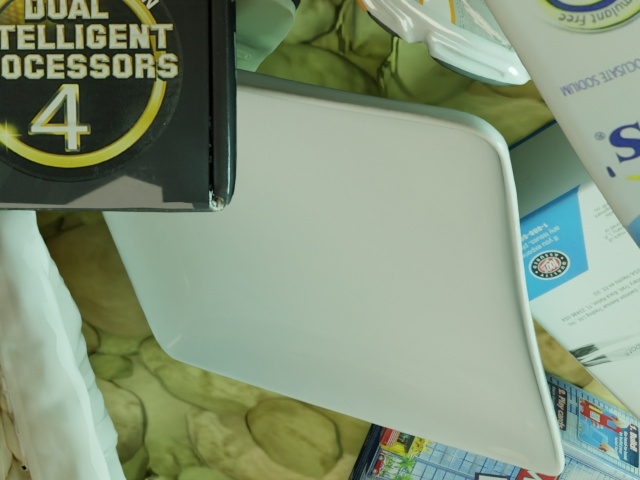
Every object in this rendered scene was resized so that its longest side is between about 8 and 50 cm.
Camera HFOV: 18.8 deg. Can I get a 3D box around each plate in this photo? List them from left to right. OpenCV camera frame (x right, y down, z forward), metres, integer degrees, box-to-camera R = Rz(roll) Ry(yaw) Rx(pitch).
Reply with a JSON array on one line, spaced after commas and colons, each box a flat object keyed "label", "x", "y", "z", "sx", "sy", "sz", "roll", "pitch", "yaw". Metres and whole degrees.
[{"label": "plate", "x": 0.000, "y": 0.000, "z": 1.062, "sx": 0.278, "sy": 0.045, "sz": 0.277, "roll": 14, "pitch": 144, "yaw": 27}]

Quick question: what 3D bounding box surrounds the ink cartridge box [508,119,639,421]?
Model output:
[{"label": "ink cartridge box", "x": 0.205, "y": 0.013, "z": 1.078, "sx": 0.148, "sy": 0.086, "sz": 0.203, "roll": -31, "pitch": 119, "yaw": 30}]

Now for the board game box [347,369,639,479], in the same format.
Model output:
[{"label": "board game box", "x": 0.124, "y": 0.154, "z": 1.227, "sx": 0.194, "sy": 0.060, "sz": 0.194, "roll": 16, "pitch": 130, "yaw": -4}]

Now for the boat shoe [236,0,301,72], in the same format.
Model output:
[{"label": "boat shoe", "x": -0.053, "y": -0.112, "z": 1.047, "sx": 0.049, "sy": 0.042, "sz": 0.133, "roll": 25, "pitch": 143, "yaw": -23}]

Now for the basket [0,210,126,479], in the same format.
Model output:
[{"label": "basket", "x": -0.214, "y": 0.215, "z": 1.062, "sx": 0.266, "sy": 0.331, "sz": 0.328, "roll": -19, "pitch": 153, "yaw": -7}]

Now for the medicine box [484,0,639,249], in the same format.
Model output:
[{"label": "medicine box", "x": 0.141, "y": -0.192, "z": 0.801, "sx": 0.149, "sy": 0.263, "sz": 0.289, "roll": -21, "pitch": 123, "yaw": 25}]

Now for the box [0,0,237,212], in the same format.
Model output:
[{"label": "box", "x": -0.234, "y": -0.170, "z": 0.874, "sx": 0.395, "sy": 0.097, "sz": 0.318, "roll": 1, "pitch": 95, "yaw": 1}]

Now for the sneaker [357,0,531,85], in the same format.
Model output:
[{"label": "sneaker", "x": 0.051, "y": -0.171, "z": 0.947, "sx": 0.262, "sy": 0.099, "sz": 0.121, "roll": 24, "pitch": 125, "yaw": -12}]
